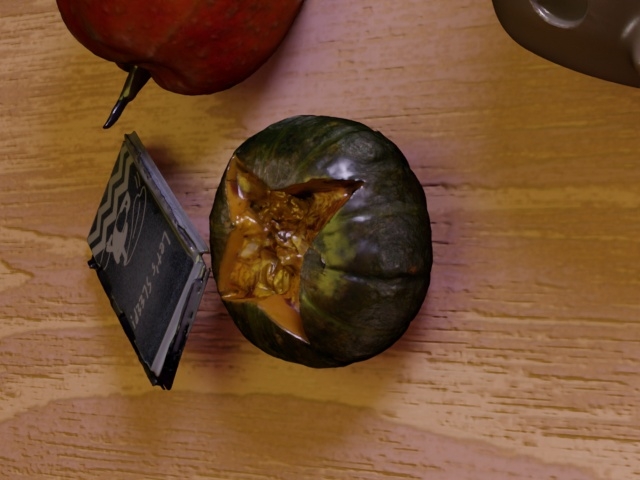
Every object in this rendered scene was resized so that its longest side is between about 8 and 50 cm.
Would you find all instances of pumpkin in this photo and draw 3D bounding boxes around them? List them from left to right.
[{"bbox_3d":[0.002,0.001,1.358,0.238,0.159,0.238,-1,88,49],"label":"pumpkin"}]

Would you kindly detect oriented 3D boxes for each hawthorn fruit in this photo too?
[{"bbox_3d":[-0.143,-0.243,1.424,0.254,0.254,0.300,22,85,37],"label":"hawthorn fruit"}]

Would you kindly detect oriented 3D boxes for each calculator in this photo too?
[{"bbox_3d":[-0.181,0.014,1.519,0.274,0.028,0.165,55,130,49],"label":"calculator"}]

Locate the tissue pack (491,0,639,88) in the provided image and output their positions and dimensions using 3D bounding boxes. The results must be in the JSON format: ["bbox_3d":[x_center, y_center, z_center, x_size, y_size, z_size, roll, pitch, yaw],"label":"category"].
[{"bbox_3d":[0.243,-0.298,1.045,0.267,0.277,0.387,23,133,38],"label":"tissue pack"}]
